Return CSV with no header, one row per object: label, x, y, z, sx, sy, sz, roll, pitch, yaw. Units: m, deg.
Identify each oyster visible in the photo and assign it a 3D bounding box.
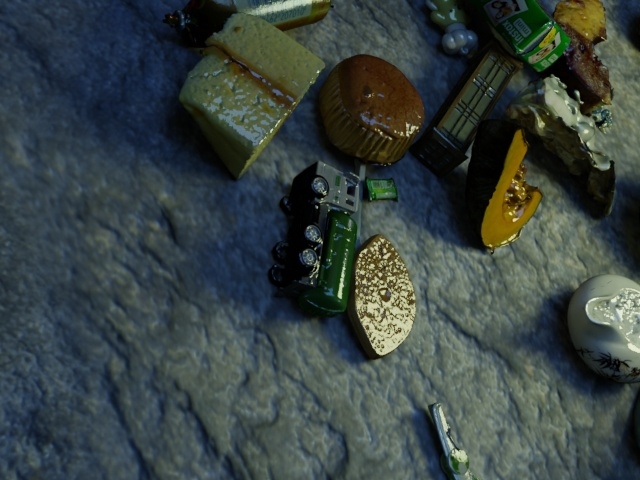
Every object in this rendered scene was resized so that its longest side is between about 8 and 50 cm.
oyster,0.500,-0.202,1.897,0.351,0.115,0.238,27,37,-36

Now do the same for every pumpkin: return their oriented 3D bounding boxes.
pumpkin,0.301,-0.095,1.710,0.111,0.278,0.163,31,77,32

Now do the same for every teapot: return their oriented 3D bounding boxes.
teapot,0.579,0.157,1.764,0.300,0.166,0.208,-1,56,-21

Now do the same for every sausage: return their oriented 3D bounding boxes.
sausage,-0.135,-0.401,1.623,0.317,0.125,0.117,-23,80,-34

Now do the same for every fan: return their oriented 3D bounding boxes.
fan,0.059,-0.027,1.616,0.057,0.023,0.282,22,59,-19

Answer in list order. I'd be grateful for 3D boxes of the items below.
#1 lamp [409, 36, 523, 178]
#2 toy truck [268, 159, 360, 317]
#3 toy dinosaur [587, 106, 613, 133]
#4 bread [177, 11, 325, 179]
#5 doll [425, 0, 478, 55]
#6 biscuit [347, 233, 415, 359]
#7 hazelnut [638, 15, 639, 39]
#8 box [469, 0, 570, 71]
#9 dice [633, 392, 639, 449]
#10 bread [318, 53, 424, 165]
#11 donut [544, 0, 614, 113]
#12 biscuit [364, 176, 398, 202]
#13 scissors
lamp,0.287,-0.262,1.827,0.089,0.090,0.325,40,52,-8
toy truck,0.000,0.000,1.517,0.125,0.101,0.242,21,60,-25
toy dinosaur,0.608,-0.274,2.065,0.083,0.030,0.047,45,50,-5
bread,-0.129,-0.245,1.539,0.178,0.135,0.240,37,58,-6
doll,0.272,-0.449,1.927,0.106,0.062,0.162,-5,71,-28
biscuit,0.101,0.094,1.567,0.142,0.029,0.220,16,61,-35
hazelnut,0.866,-0.505,2.246,0.212,0.181,0.181,21,77,-10
box,0.389,-0.469,1.917,0.250,0.103,0.180,57,22,19
dice,0.760,0.337,1.712,0.268,0.262,0.264,43,53,-7
bread,0.093,-0.236,1.670,0.199,0.104,0.199,15,51,-19
donut,0.533,-0.404,2.032,0.151,0.112,0.295,17,55,-19
biscuit,0.107,-0.090,1.665,0.089,0.016,0.046,-5,80,-47
scissors,0.217,0.360,1.517,0.101,0.027,0.204,-13,77,-38
